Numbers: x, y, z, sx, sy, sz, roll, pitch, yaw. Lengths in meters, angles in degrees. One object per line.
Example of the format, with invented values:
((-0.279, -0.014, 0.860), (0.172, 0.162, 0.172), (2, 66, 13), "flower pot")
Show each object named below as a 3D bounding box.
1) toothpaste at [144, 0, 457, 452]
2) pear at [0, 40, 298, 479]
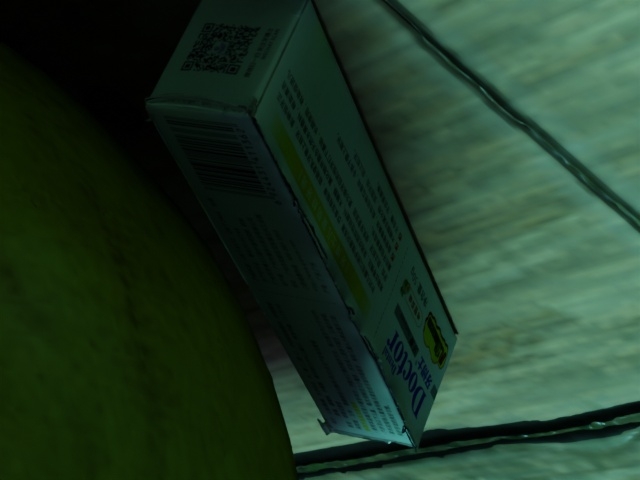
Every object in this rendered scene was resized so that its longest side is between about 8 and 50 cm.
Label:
((0.000, 0.000, 0.484), (0.034, 0.046, 0.164), (7, 147, 26), "toothpaste")
((-0.168, 0.091, 0.472), (0.352, 0.352, 0.413), (40, 172, -25), "pear")
